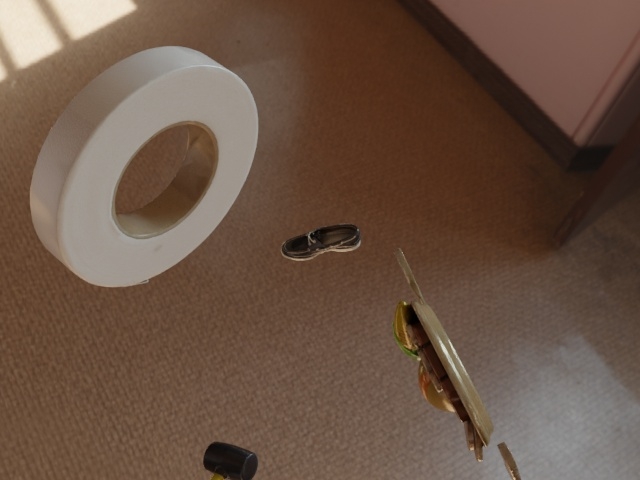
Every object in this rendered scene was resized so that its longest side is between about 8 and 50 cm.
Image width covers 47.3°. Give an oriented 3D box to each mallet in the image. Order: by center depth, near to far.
[{"bbox_3d":[-0.151,0.300,0.825,0.062,0.039,0.190,13,37,36],"label":"mallet"}]

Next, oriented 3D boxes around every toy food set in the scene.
[{"bbox_3d":[0.093,0.108,0.568,0.039,0.132,0.192,-27,55,3],"label":"toy food set"}]

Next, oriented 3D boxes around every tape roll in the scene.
[{"bbox_3d":[-0.255,-0.104,1.123,0.072,0.392,0.392,36,51,23],"label":"tape roll"}]

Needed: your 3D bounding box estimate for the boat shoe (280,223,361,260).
[{"bbox_3d":[0.000,0.000,1.121,0.125,0.038,0.046,-6,57,0],"label":"boat shoe"}]
